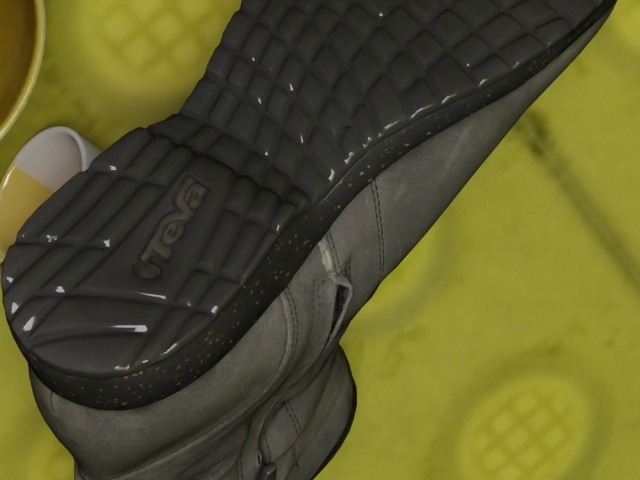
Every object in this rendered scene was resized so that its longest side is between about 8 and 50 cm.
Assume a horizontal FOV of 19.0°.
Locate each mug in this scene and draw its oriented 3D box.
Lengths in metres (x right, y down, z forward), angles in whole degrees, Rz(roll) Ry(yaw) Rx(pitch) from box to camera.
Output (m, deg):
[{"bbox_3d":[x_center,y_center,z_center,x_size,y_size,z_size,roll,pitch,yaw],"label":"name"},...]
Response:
[{"bbox_3d":[-0.103,-0.009,0.828,0.064,0.078,0.062,25,71,-40],"label":"mug"}]

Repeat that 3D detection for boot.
[{"bbox_3d":[0.000,0.000,0.839,0.338,0.118,0.223,-39,151,-23],"label":"boot"}]

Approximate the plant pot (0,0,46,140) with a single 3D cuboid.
[{"bbox_3d":[-0.180,-0.092,0.718,0.134,0.095,0.134,-10,119,-19],"label":"plant pot"}]
